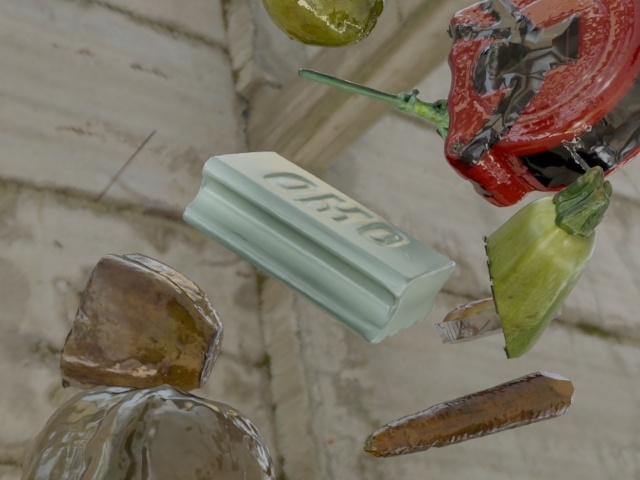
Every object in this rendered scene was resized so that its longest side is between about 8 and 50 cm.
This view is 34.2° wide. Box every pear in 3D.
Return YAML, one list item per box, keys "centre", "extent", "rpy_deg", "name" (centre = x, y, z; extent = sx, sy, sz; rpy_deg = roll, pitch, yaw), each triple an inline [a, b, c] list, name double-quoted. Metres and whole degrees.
- centre: [-0.004, -0.232, 0.941]
  extent: [0.131, 0.107, 0.107]
  rpy_deg: [40, -140, -3]
  name: "pear"

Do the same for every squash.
- centre: [0.157, 0.011, 0.772]
  extent: [0.075, 0.200, 0.090]
  rpy_deg: [17, -122, 3]
  name: "squash"

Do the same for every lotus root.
- centre: [-0.212, 0.127, 1.356]
  extent: [0.180, 0.188, 0.199]
  rpy_deg: [18, -178, 13]
  name: "lotus root"

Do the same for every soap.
- centre: [0.000, 0.000, 1.160]
  extent: [0.265, 0.087, 0.160]
  rpy_deg: [33, -160, 20]
  name: "soap"

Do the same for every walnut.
- centre: [-0.162, 0.247, 0.975]
  extent: [0.248, 0.248, 0.248]
  rpy_deg: [24, -134, -28]
  name: "walnut"

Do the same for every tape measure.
- centre: [0.245, -0.173, 1.095]
  extent: [0.114, 0.260, 0.253]
  rpy_deg: [36, -132, -37]
  name: "tape measure"

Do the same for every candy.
- centre: [0.109, -0.185, 1.382]
  extent: [0.305, 0.083, 0.091]
  rpy_deg: [14, -148, -20]
  name: "candy"

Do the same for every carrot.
- centre: [0.189, 0.222, 1.326]
  extent: [0.314, 0.066, 0.066]
  rpy_deg: [-9, -115, -25]
  name: "carrot"

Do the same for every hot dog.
- centre: [0.248, 0.101, 1.435]
  extent: [0.192, 0.099, 0.053]
  rpy_deg: [-14, -97, -10]
  name: "hot dog"
